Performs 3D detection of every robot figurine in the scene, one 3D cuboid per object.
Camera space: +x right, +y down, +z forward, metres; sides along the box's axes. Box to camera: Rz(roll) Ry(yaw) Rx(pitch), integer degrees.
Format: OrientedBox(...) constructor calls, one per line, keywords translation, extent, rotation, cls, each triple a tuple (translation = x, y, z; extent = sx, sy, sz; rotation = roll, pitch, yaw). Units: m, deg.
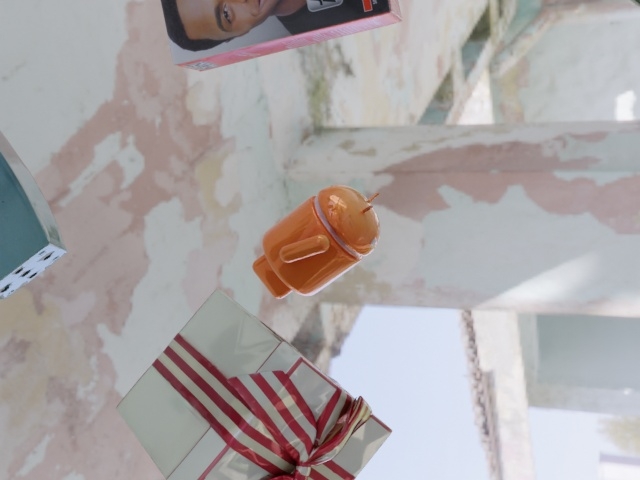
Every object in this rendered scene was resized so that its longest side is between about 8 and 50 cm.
OrientedBox(translation=(0.000, 0.001, 1.279), extent=(0.158, 0.219, 0.128), rotation=(31, -152, -49), cls="robot figurine")

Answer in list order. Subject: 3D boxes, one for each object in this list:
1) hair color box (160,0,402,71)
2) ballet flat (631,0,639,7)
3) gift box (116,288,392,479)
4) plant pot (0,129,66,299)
OrientedBox(translation=(-0.027, -0.156, 0.517), extent=(0.043, 0.141, 0.071), rotation=(-24, -77, -73), cls="hair color box")
OrientedBox(translation=(0.370, -0.251, 0.844), extent=(0.248, 0.086, 0.086), rotation=(50, -160, 10), cls="ballet flat")
OrientedBox(translation=(-0.099, 0.244, 1.087), extent=(0.276, 0.258, 0.255), rotation=(38, -94, -41), cls="gift box")
OrientedBox(translation=(-0.445, -0.048, 1.061), extent=(0.234, 0.165, 0.166), rotation=(50, 172, 4), cls="plant pot")
